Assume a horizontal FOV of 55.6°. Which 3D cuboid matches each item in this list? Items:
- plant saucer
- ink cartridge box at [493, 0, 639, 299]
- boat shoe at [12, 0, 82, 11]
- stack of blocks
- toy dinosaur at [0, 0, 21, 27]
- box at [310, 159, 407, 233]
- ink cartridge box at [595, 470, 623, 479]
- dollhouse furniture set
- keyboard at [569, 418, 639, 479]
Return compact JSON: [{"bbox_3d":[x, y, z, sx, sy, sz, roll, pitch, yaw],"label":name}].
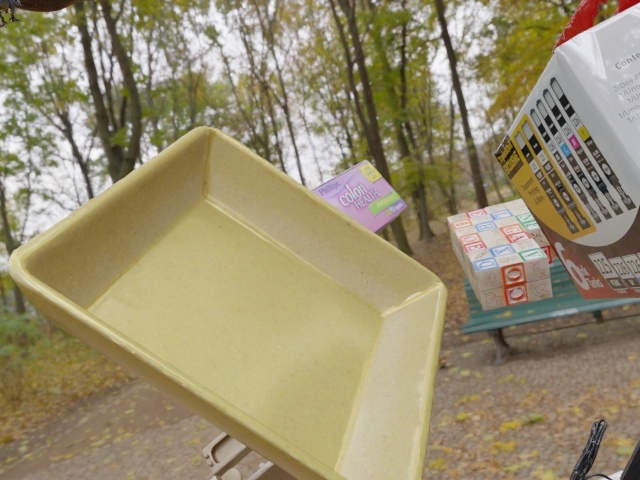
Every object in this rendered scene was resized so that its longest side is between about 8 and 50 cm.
[{"bbox_3d":[-0.050,0.058,0.562,0.081,0.332,0.333,-55,3,32],"label":"plant saucer"},{"bbox_3d":[0.268,-0.093,0.557,0.130,0.272,0.309,-30,-10,4],"label":"ink cartridge box"},{"bbox_3d":[-0.532,-0.526,1.182,0.123,0.123,0.342,25,35,25],"label":"boat shoe"},{"bbox_3d":[0.373,0.020,1.226,0.171,0.087,0.297,-13,21,7],"label":"stack of blocks"},{"bbox_3d":[-0.509,-0.379,0.956,0.047,0.090,0.082,-28,-37,-26],"label":"toy dinosaur"},{"bbox_3d":[0.000,0.000,1.071,0.243,0.117,0.213,-45,-7,36],"label":"box"},{"bbox_3d":[0.524,0.550,1.228,0.203,0.086,0.148,-21,-28,-4],"label":"ink cartridge box"},{"bbox_3d":[-0.125,0.337,0.944,0.144,0.151,0.123,-41,-38,2],"label":"dollhouse furniture set"},{"bbox_3d":[0.449,0.367,0.887,0.317,0.201,0.033,-56,-5,-12],"label":"keyboard"}]
